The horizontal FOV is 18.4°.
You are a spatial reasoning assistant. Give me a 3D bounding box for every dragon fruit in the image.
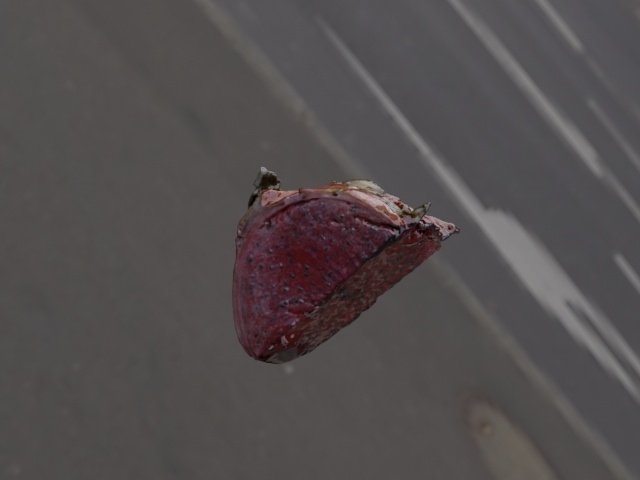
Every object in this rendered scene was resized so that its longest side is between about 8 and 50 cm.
[{"bbox_3d":[0.000,0.000,1.227,0.096,0.147,0.102,56,11,22],"label":"dragon fruit"}]
